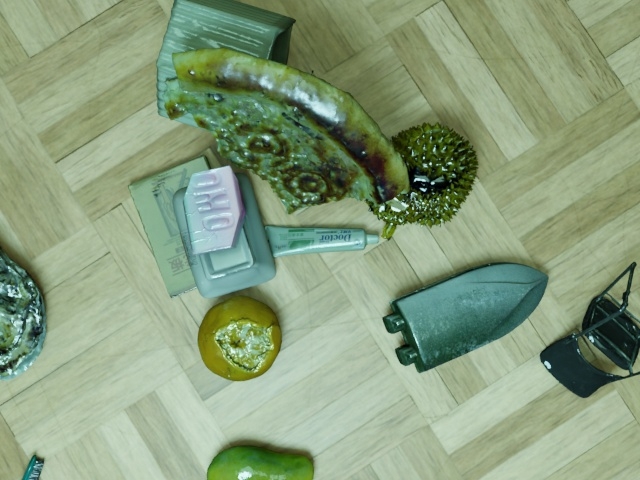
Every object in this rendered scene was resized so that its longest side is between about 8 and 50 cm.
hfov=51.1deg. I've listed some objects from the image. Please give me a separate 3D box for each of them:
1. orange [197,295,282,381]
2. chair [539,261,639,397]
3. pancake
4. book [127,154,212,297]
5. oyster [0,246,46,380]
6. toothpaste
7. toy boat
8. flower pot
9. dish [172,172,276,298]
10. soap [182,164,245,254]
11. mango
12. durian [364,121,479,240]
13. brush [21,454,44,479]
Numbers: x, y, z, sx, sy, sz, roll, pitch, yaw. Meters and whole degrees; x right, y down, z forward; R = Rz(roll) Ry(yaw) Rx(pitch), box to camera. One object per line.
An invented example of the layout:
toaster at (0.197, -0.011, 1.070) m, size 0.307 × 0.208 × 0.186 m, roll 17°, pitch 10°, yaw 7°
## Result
orange at (-0.146, 0.176, 1.197) m, size 0.154 × 0.134 × 0.155 m, roll 0°, pitch 89°, yaw 7°
chair at (0.528, 0.174, 1.216) m, size 0.140 × 0.221 × 0.145 m, roll 42°, pitch 45°, yaw 2°
pancake at (-0.062, -0.165, 1.092) m, size 0.426 × 0.304 × 0.067 m, roll 38°, pitch 49°, yaw -30°
book at (-0.250, -0.027, 1.259) m, size 0.161 × 0.026 × 0.231 m, roll -22°, pitch 88°, yaw -1°
oyster at (-0.619, 0.082, 1.208) m, size 0.162 × 0.158 × 0.351 m, roll -24°, pitch 77°, yaw -43°
toothpaste at (0.000, 0.000, 1.254) m, size 0.218 × 0.041 × 0.064 m, roll -1°, pitch 76°, yaw 2°
toy boat at (0.277, 0.125, 1.225) m, size 0.319 × 0.092 × 0.141 m, roll -21°, pitch 87°, yaw -8°
flower pot at (-0.166, -0.307, 1.182) m, size 0.189 × 0.209 × 0.239 m, roll 18°, pitch 88°, yaw 1°
dish at (-0.178, -0.012, 1.208) m, size 0.151 × 0.077 × 0.213 m, roll -16°, pitch 88°, yaw -3°
soap at (-0.181, -0.056, 1.145) m, size 0.100 × 0.056 × 0.149 m, roll -10°, pitch 86°, yaw -3°
mango at (-0.111, 0.437, 1.207) m, size 0.191 × 0.085 × 0.122 m, roll 11°, pitch 84°, yaw 1°
durian at (0.176, -0.108, 1.209) m, size 0.193 × 0.138 × 0.237 m, roll 27°, pitch 89°, yaw 2°
brush at (-0.553, 0.488, 1.229) m, size 0.032 × 0.043 × 0.193 m, roll 22°, pitch 89°, yaw -16°
